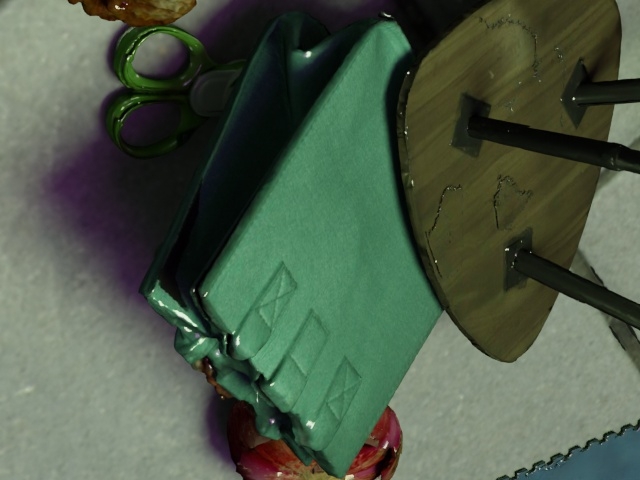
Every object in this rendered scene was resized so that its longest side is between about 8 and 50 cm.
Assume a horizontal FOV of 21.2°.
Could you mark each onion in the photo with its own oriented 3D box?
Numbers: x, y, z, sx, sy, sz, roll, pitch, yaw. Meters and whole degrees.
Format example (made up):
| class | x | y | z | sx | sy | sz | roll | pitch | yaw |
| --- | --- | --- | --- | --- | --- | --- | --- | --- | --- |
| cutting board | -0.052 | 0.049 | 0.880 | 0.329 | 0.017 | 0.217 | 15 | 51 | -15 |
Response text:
| class | x | y | z | sx | sy | sz | roll | pitch | yaw |
| --- | --- | --- | --- | --- | --- | --- | --- | --- | --- |
| onion | -0.002 | 0.136 | 1.400 | 0.150 | 0.140 | 0.150 | 3 | 151 | 1 |

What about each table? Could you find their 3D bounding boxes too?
| class | x | y | z | sx | sy | sz | roll | pitch | yaw |
| --- | --- | --- | --- | --- | --- | --- | --- | --- | --- |
| table | 0.249 | -0.025 | 1.278 | 0.317 | 0.249 | 0.317 | -22 | 119 | -48 |

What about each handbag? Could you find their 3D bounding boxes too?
| class | x | y | z | sx | sy | sz | roll | pitch | yaw |
| --- | --- | --- | --- | --- | --- | --- | --- | --- | --- |
| handbag | -0.003 | -0.003 | 1.243 | 0.274 | 0.100 | 0.269 | -61 | 143 | -19 |

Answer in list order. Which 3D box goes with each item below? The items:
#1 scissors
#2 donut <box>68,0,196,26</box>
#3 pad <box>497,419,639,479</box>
| class | x | y | z | sx | sy | sz | roll | pitch | yaw |
| --- | --- | --- | --- | --- | --- | --- | --- | --- | --- |
| scissors | -0.059 | -0.112 | 1.266 | 0.204 | 0.027 | 0.101 | -5 | 119 | -31 |
| donut | -0.097 | -0.242 | 1.126 | 0.126 | 0.144 | 0.187 | 44 | 59 | -45 |
| pad | 0.250 | 0.312 | 1.693 | 0.269 | 0.012 | 0.269 | -18 | 123 | -22 |
